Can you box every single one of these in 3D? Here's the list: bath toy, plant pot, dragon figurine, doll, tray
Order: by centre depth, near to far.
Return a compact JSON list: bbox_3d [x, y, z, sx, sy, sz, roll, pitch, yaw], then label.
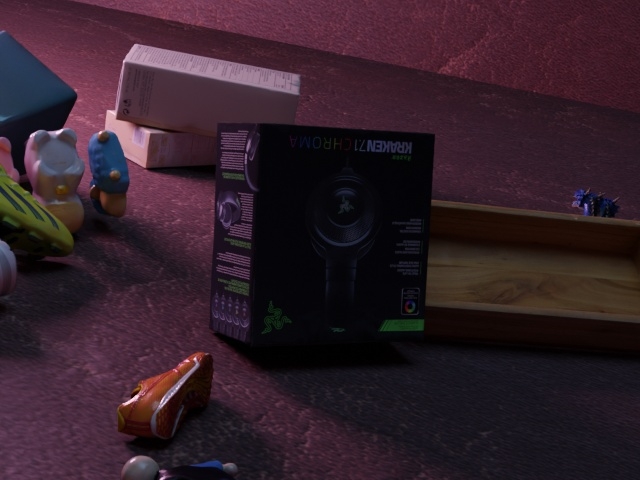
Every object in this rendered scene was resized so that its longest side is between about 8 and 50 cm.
[{"bbox_3d":[-0.100,0.238,1.192,0.189,0.046,0.129,18,18,21],"label":"doll"},{"bbox_3d":[-0.449,-0.074,1.823,0.348,0.151,0.129,-4,-13,-29],"label":"bath toy"},{"bbox_3d":[0.296,0.052,1.824,0.410,0.076,0.203,5,46,-15],"label":"tray"},{"bbox_3d":[-0.526,-0.182,1.984,0.165,0.166,0.234,40,35,8],"label":"plant pot"},{"bbox_3d":[0.444,0.012,2.028,0.085,0.144,0.289,8,18,-7],"label":"dragon figurine"}]

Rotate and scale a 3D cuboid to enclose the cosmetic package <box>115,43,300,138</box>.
[{"bbox_3d":[-0.195,-0.255,2.310,0.309,0.113,0.160,12,19,-3],"label":"cosmetic package"}]

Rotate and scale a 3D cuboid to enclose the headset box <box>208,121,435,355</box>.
[{"bbox_3d":[0.000,0.000,1.620,0.246,0.283,0.131,2,4,-28],"label":"headset box"}]

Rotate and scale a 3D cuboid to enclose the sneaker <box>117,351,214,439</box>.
[{"bbox_3d":[-0.161,0.157,1.384,0.067,0.064,0.175,6,13,18],"label":"sneaker"}]

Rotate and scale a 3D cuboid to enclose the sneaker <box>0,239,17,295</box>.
[{"bbox_3d":[-0.505,0.005,1.581,0.281,0.105,0.115,17,25,27],"label":"sneaker"}]

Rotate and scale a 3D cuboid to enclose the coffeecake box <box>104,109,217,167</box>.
[{"bbox_3d":[-0.272,-0.185,2.345,0.185,0.068,0.142,-5,24,-42],"label":"coffeecake box"}]

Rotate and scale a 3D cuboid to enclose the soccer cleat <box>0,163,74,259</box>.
[{"bbox_3d":[-0.439,-0.074,1.703,0.289,0.121,0.093,31,-33,-22],"label":"soccer cleat"}]
